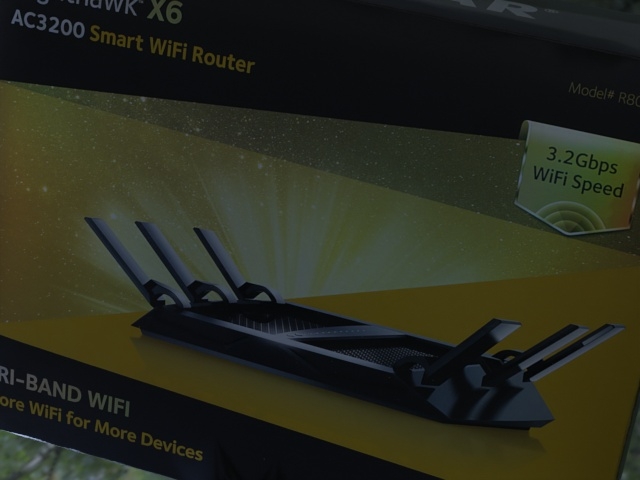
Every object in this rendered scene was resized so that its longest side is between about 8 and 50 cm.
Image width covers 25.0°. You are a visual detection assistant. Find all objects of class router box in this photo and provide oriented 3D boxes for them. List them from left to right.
[{"bbox_3d":[0.000,0.000,0.651,0.309,0.243,0.081,13,-157,13],"label":"router box"}]
